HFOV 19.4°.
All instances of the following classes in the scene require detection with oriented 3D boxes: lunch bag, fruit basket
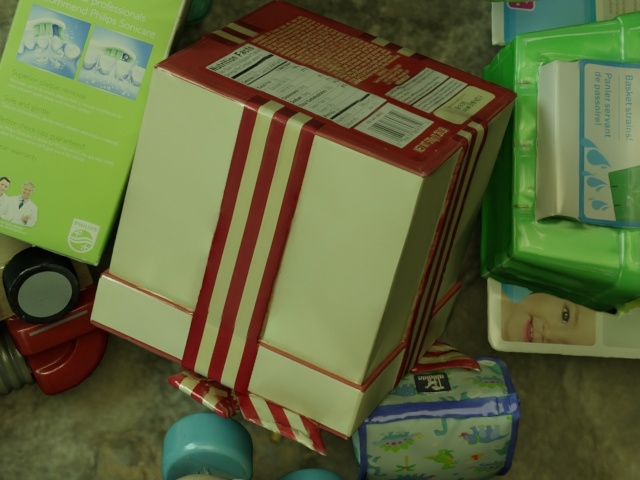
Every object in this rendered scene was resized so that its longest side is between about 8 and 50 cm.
[{"bbox_3d":[0.089,0.146,1.496,0.129,0.151,0.096,-6,79,-2],"label":"lunch bag"},{"bbox_3d":[0.311,-0.060,1.539,0.353,0.165,0.327,4,78,-4],"label":"fruit basket"}]

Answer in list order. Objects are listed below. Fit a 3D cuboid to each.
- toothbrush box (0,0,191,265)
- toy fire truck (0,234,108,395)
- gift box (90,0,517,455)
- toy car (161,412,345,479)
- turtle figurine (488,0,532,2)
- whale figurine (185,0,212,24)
[{"bbox_3d":[-0.173,-0.154,1.447,0.122,0.206,0.283,18,108,-5],"label":"toothbrush box"},{"bbox_3d":[-0.266,0.119,1.517,0.217,0.246,0.158,-22,38,-7],"label":"toy fire truck"},{"bbox_3d":[0.000,0.000,1.426,0.276,0.255,0.258,27,119,19],"label":"gift box"},{"bbox_3d":[-0.098,0.302,1.468,0.210,0.238,0.219,31,34,-27],"label":"toy car"},{"bbox_3d":[0.126,-0.320,1.547,0.198,0.266,0.275,-39,113,19],"label":"turtle figurine"},{"bbox_3d":[-0.107,-0.294,1.587,0.272,0.141,0.216,3,78,-1],"label":"whale figurine"}]
